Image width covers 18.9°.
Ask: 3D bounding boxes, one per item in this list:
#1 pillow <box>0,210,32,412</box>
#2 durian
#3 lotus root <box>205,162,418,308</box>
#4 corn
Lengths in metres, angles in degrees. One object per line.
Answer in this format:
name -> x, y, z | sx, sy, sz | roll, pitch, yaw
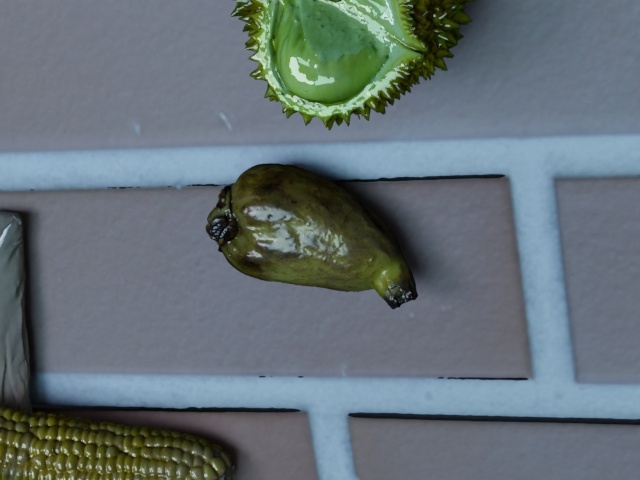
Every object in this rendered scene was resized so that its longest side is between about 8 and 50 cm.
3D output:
pillow -> -0.358, 0.093, 1.843 | 0.173, 0.067, 0.270 | 5, 112, 13
durian -> 0.015, -0.220, 1.512 | 0.200, 0.176, 0.237 | -15, 110, 16
lotus root -> 0.000, 0.000, 1.657 | 0.190, 0.094, 0.108 | 19, 140, 4
corn -> -0.226, 0.207, 1.798 | 0.291, 0.101, 0.101 | 4, 113, 1
